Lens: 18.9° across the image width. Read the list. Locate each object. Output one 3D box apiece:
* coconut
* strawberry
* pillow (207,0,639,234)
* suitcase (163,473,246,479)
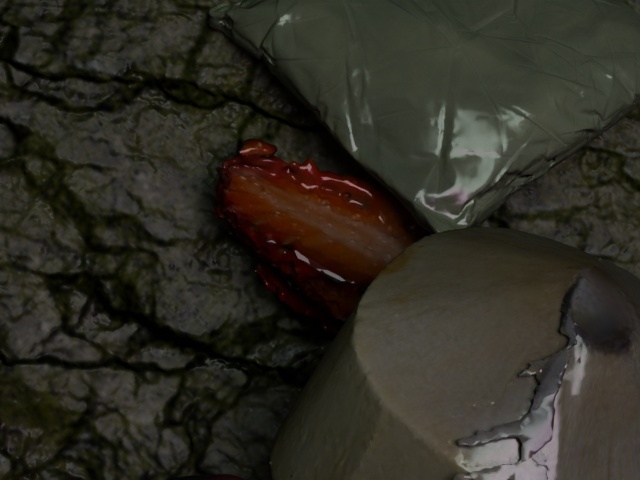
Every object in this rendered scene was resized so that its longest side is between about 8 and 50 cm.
[{"bbox_3d":[0.133,0.140,1.328,0.323,0.323,0.323,5,74,-19],"label":"coconut"},{"bbox_3d":[0.000,0.000,1.465,0.188,0.082,0.121,30,48,-1],"label":"strawberry"},{"bbox_3d":[0.104,-0.160,1.508,0.281,0.076,0.274,-34,68,-25],"label":"pillow"},{"bbox_3d":[-0.119,0.316,1.284,0.236,0.161,0.297,-13,82,-22],"label":"suitcase"}]
